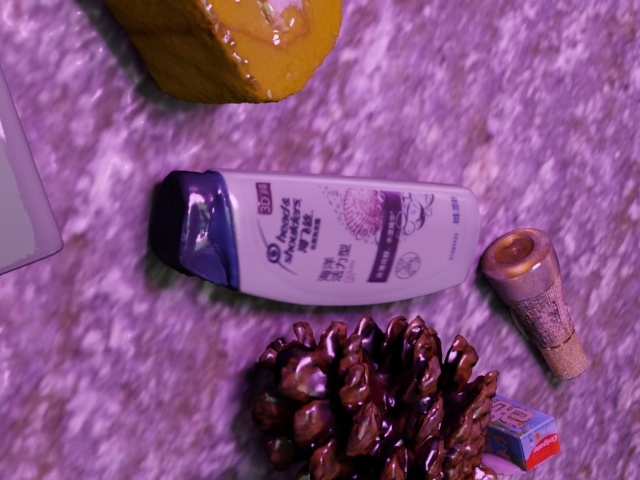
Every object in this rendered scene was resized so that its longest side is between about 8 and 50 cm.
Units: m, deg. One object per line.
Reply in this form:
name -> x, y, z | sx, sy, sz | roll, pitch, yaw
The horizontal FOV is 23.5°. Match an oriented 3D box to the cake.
cake -> -0.099, -0.257, 1.411 | 0.179, 0.156, 0.260 | -53, 129, -34

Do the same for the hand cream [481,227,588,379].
hand cream -> 0.257, 0.080, 1.764 | 0.084, 0.084, 0.203 | -45, 127, -20

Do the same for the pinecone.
pinecone -> 0.054, 0.193, 1.545 | 0.243, 0.257, 0.244 | -18, 111, -58

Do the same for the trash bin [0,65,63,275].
trash bin -> -0.378, -0.121, 1.243 | 0.223, 0.158, 0.344 | -24, 105, -31

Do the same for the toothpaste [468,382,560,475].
toothpaste -> 0.162, 0.194, 1.638 | 0.070, 0.193, 0.044 | -26, 113, -28

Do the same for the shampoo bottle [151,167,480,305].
shampoo bottle -> 0.000, 0.000, 1.566 | 0.359, 0.078, 0.134 | 2, 101, -35

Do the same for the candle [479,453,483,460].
candle -> 0.174, 0.282, 1.750 | 0.052, 0.052, 0.131 | -30, 113, -27
